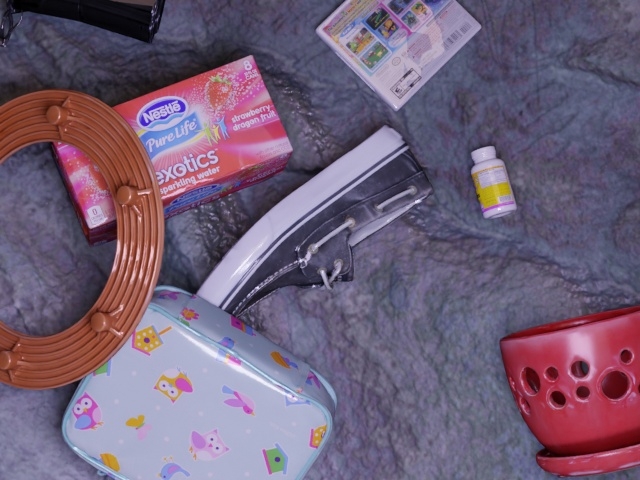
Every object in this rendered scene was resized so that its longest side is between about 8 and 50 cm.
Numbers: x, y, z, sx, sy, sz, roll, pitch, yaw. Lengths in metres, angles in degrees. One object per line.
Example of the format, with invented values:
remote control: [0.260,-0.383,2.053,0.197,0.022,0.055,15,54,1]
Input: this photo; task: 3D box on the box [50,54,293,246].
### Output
box: [-0.175,-0.103,1.901,0.256,0.122,0.128,-21,82,-11]

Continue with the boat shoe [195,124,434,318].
boat shoe: [0.000,0.000,1.904,0.335,0.121,0.119,-40,84,-16]

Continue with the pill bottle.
pill bottle: [0.209,-0.071,1.988,0.043,0.043,0.083,-13,81,-10]

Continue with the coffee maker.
coffee maker: [-0.274,-0.295,1.940,0.178,0.120,0.171,15,101,-4]

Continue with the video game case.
video game case: [0.097,-0.262,2.022,0.143,0.019,0.157,45,78,2]

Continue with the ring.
ring: [-0.315,-0.003,1.807,0.336,0.032,0.337,-3,85,31]

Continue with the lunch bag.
lunch bag: [-0.140,0.196,1.823,0.279,0.108,0.224,31,108,-1]

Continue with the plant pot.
plant pot: [0.316,0.175,1.888,0.191,0.191,0.174,-12,91,-10]
